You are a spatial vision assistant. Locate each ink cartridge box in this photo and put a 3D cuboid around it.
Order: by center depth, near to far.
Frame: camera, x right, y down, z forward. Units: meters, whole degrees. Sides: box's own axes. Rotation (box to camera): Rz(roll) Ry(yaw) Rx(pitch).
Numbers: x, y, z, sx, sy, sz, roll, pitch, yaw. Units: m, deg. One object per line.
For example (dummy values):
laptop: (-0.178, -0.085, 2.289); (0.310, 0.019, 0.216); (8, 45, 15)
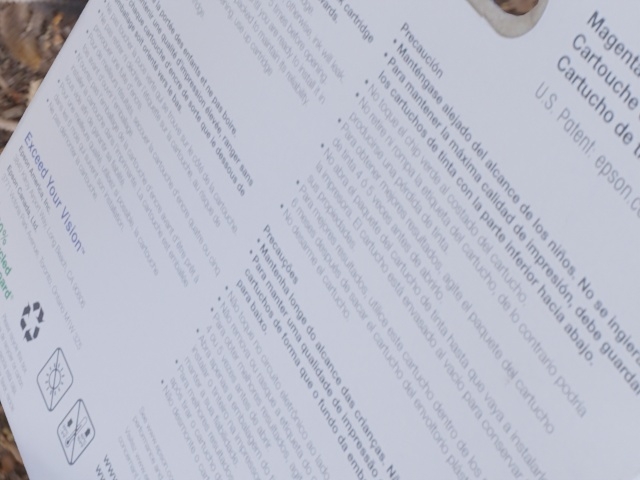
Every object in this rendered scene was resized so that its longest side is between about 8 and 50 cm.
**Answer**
ink cartridge box: (0.000, 0.000, 0.463); (0.071, 0.324, 0.330); (12, 125, -42)
